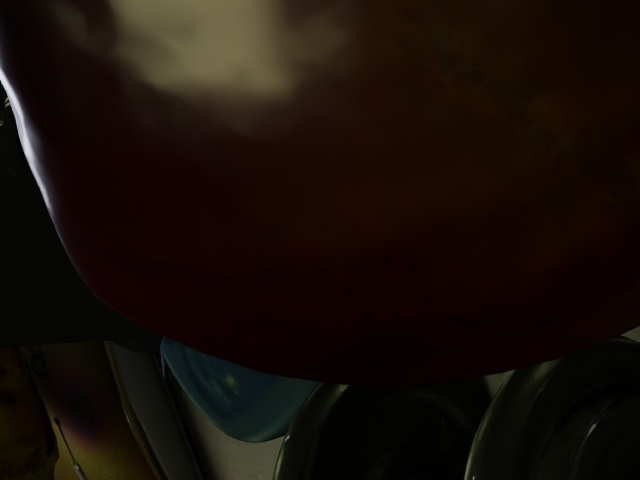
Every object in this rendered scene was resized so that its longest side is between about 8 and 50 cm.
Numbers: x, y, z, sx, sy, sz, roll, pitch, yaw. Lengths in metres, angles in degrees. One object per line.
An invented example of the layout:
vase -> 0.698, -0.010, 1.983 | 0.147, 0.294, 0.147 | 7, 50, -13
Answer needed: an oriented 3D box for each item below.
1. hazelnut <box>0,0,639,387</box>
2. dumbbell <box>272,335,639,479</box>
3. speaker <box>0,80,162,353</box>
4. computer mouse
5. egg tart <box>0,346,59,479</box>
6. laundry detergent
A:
hazelnut -> 0.025, -0.161, 0.607 | 0.402, 0.402, 0.429 | -15, 99, 48
dumbbell -> 0.093, 0.148, 0.829 | 0.290, 0.192, 0.192 | -7, 107, 47
speaker -> -0.177, -0.080, 0.916 | 0.232, 0.184, 0.254 | -114, 30, -43
computer mouse -> -0.170, 0.124, 1.163 | 0.158, 0.072, 0.310 | -5, 109, 48
egg tart -> -0.293, 0.087, 1.025 | 0.115, 0.290, 0.290 | -33, 87, 10
laundry detergent -> 0.000, 0.000, 0.904 | 0.143, 0.094, 0.290 | 61, 140, 19
